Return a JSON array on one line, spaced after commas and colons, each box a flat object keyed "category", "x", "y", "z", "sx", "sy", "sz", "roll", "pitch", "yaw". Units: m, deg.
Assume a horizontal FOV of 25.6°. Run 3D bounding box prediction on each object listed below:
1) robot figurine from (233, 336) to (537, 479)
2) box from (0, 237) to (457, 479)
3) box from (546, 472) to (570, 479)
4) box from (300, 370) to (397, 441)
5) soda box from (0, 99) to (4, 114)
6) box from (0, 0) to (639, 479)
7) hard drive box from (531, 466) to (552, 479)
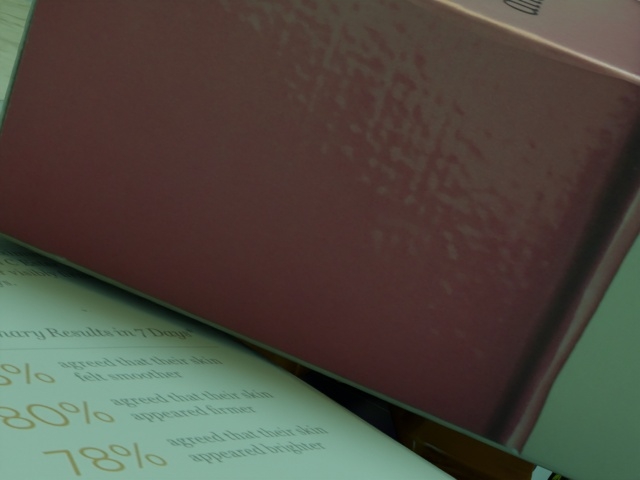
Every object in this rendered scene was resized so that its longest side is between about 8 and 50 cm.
[{"category": "robot figurine", "x": 0.019, "y": 0.033, "z": 0.634, "sx": 0.211, "sy": 0.085, "sz": 0.291, "roll": 22, "pitch": 11, "yaw": 1}, {"category": "box", "x": -0.075, "y": 0.123, "z": 0.349, "sx": 0.345, "sy": 0.168, "sz": 0.215, "roll": 29, "pitch": 15, "yaw": 35}, {"category": "box", "x": 0.183, "y": 0.150, "z": 0.608, "sx": 0.191, "sy": 0.045, "sz": 0.184, "roll": 43, "pitch": 40, "yaw": 6}, {"category": "box", "x": -0.073, "y": 0.099, "z": 0.636, "sx": 0.261, "sy": 0.103, "sz": 0.184, "roll": 25, "pitch": 10, "yaw": 24}, {"category": "soda box", "x": -0.161, "y": -0.036, "z": 0.940, "sx": 0.286, "sy": 0.091, "sz": 0.098, "roll": -6, "pitch": 33, "yaw": -34}, {"category": "box", "x": 0.030, "y": -0.035, "z": 0.474, "sx": 0.232, "sy": 0.126, "sz": 0.148, "roll": 22, "pitch": 22, "yaw": 4}, {"category": "hard drive box", "x": 0.157, "y": 0.102, "z": 1.021, "sx": 0.181, "sy": 0.089, "sz": 0.232, "roll": 14, "pitch": 13, "yaw": -24}]
